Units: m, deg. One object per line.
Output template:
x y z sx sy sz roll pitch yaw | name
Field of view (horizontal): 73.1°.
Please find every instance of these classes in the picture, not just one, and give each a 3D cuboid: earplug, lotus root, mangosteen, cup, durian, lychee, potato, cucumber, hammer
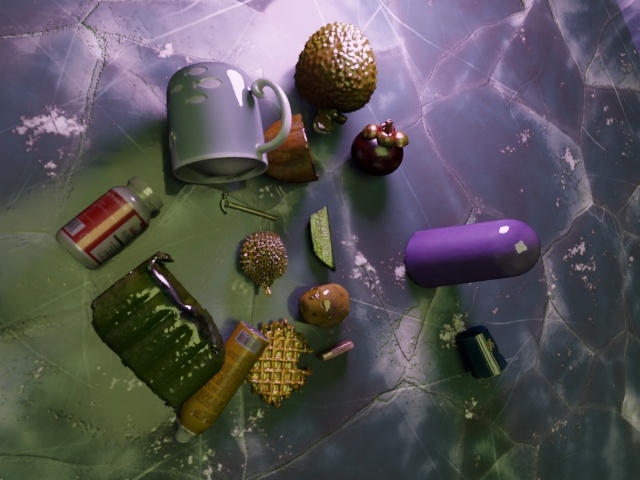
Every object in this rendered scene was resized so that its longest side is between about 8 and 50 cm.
0.487 0.038 1.388 0.215 0.456 0.215 4 81 -25 | earplug
-0.108 -0.266 1.339 0.179 0.199 0.188 -16 50 4 | lotus root
0.199 -0.312 1.440 0.199 0.200 0.200 3 84 -23 | mangosteen
0.594 0.396 1.586 0.176 0.131 0.155 -28 92 -53 | cup
-0.164 0.063 1.283 0.146 0.102 0.208 3 74 -28 | durian
0.050 -0.515 1.362 0.269 0.270 0.320 -21 112 -24 | lychee
-0.245 -0.330 1.175 0.259 0.356 0.275 2 77 -67 | cup
0.020 0.203 1.347 0.175 0.137 0.137 -14 90 -26 | potato
0.000 0.000 1.404 0.070 0.046 0.220 -7 86 -22 | cucumber
-0.221 -0.091 1.331 0.181 0.017 0.062 17 78 -22 | hammer

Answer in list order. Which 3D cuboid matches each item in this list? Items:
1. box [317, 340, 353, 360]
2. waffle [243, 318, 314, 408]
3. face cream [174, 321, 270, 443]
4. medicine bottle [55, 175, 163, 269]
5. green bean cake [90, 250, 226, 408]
0.049 0.353 1.385 0.115 0.048 0.025 -18 87 -25 | box
-0.130 0.366 1.307 0.228 0.051 0.232 -42 101 -18 | waffle
-0.280 0.397 1.191 0.105 0.105 0.349 37 81 -16 | face cream
-0.542 -0.049 1.125 0.250 0.131 0.131 -46 103 -21 | medicine bottle
-0.377 0.207 1.072 0.218 0.335 0.319 -39 103 -12 | green bean cake
